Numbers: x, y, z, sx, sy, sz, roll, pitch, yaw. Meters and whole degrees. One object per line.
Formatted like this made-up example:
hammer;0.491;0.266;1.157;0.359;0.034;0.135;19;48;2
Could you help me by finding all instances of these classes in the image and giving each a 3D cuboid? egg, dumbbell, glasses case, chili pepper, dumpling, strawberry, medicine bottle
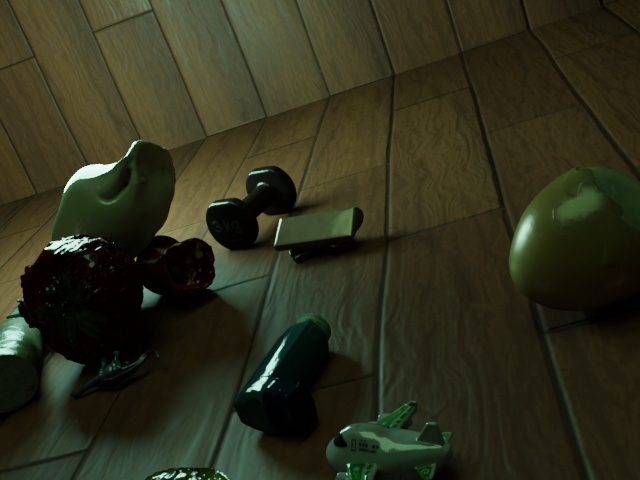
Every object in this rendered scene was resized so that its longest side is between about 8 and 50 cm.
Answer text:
egg;0.387;0.002;1.249;0.244;0.201;0.201;-34;21;1
dumbbell;-0.165;-0.082;2.087;0.140;0.124;0.225;-6;25;34
glasses case;0.000;0.000;1.831;0.194;0.070;0.102;-9;52;25
chili pepper;-0.348;0.057;1.920;0.135;0.131;0.338;-32;17;-25
dumpling;-0.435;-0.045;1.904;0.395;0.233;0.315;-56;-18;16
strawberry;-0.457;0.112;1.719;0.274;0.274;0.220;-11;8;25
medicine bottle;-0.041;0.202;1.328;0.124;0.079;0.258;-15;21;26

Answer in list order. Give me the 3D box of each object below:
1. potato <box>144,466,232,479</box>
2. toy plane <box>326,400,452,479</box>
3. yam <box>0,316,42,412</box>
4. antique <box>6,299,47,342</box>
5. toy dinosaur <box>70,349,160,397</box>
potato;-0.175;0.341;1.153;0.198;0.054;0.119;2;28;47
toy plane;0.082;0.260;1.067;0.174;0.080;0.174;-21;20;8
yam;-0.626;0.239;1.751;0.133;0.133;0.330;-24;16;-8
antique;-0.607;0.172;1.936;0.183;0.086;0.088;-13;22;22
toy dinosaur;-0.380;0.244;1.604;0.197;0.045;0.080;-25;30;11
